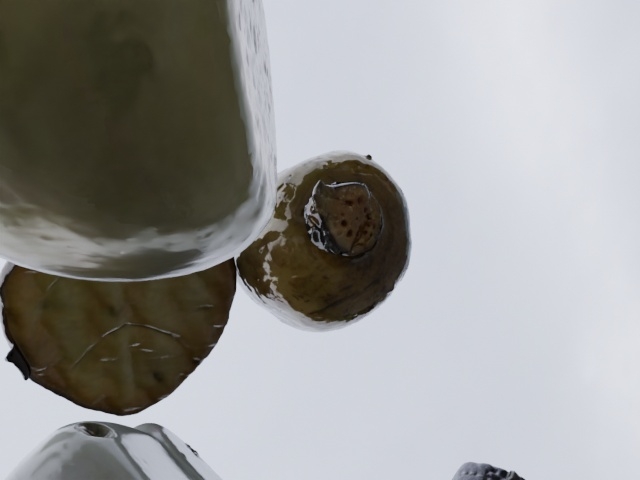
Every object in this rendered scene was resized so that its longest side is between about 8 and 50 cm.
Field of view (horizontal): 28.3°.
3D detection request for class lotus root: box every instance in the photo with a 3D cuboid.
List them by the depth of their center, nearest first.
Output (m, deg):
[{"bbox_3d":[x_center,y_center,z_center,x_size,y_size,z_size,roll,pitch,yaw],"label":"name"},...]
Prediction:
[{"bbox_3d":[0.000,0.000,1.097,0.140,0.257,0.154,30,-102,-15],"label":"lotus root"}]

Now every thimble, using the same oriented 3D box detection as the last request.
[{"bbox_3d":[0.171,0.270,1.265,0.066,0.095,0.104,-59,-36,-24],"label":"thimble"}]

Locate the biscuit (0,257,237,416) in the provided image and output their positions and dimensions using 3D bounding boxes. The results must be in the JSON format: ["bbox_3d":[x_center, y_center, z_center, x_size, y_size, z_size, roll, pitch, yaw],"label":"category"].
[{"bbox_3d":[-0.169,0.062,1.073,0.203,0.041,0.260,-16,-42,-16],"label":"biscuit"}]

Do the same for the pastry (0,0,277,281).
[{"bbox_3d":[-0.090,-0.109,0.472,0.265,0.133,0.264,-5,-90,-85],"label":"pastry"}]

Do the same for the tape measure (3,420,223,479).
[{"bbox_3d":[-0.074,0.231,0.800,0.130,0.258,0.265,-45,-17,-2],"label":"tape measure"}]
